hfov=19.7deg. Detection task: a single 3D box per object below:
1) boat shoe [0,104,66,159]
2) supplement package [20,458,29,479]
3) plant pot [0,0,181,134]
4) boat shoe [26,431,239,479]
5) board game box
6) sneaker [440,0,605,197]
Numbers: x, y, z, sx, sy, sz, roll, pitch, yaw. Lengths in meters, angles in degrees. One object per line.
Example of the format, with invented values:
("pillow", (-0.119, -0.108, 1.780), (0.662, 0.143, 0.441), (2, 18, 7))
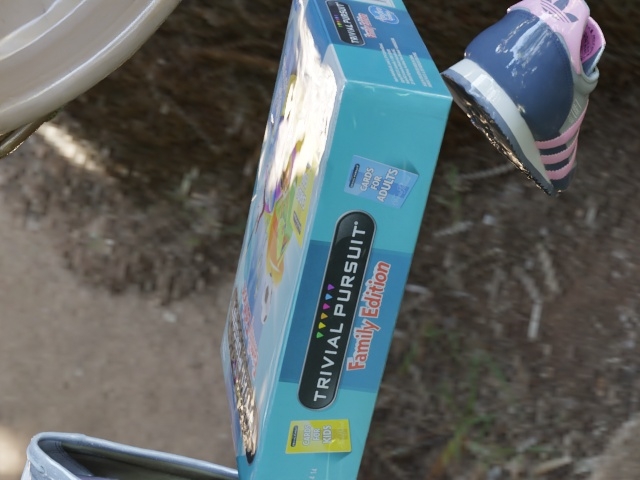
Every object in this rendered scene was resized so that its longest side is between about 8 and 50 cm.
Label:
("boat shoe", (-0.088, -0.158, 0.719), (0.324, 0.122, 0.120), (-58, 38, 35))
("supplement package", (-0.205, 0.348, 1.739), (0.204, 0.145, 0.262), (13, 63, 3))
("plant pot", (-0.137, -0.151, 0.527), (0.109, 0.237, 0.237), (28, 99, 47))
("boat shoe", (-0.098, 0.232, 1.561), (0.320, 0.118, 0.103), (10, 127, 15))
("board game box", (0.000, 0.000, 1.353), (0.254, 0.079, 0.336), (-105, 26, -64))
("sneaker", (0.198, -0.124, 1.577), (0.131, 0.319, 0.112), (-46, 77, 3))
